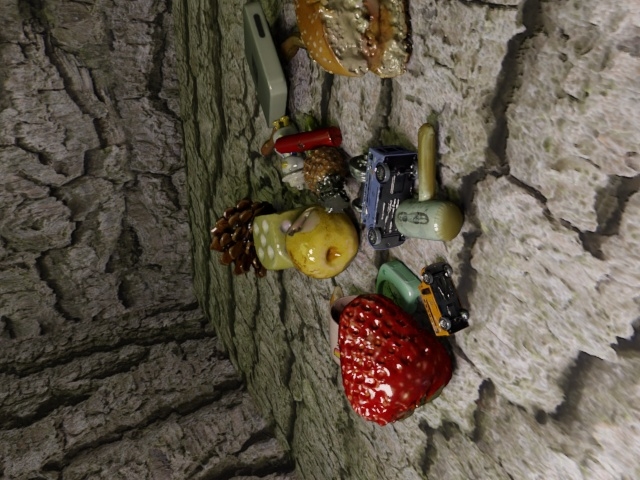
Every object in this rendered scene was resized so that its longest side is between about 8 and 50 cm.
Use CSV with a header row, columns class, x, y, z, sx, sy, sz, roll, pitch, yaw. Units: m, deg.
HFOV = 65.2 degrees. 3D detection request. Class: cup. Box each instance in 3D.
class,x,y,z,sx,sy,sz,roll,pitch,yaw
cup,0.150,0.332,1.716,0.252,0.191,0.201,15,124,22

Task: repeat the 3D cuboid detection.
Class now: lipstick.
class,x,y,z,sx,sy,sz,roll,pitch,yaw
lipstick,-0.047,-0.353,1.778,0.279,0.073,0.073,1,104,43

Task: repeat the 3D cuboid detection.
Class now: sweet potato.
class,x,y,z,sx,sy,sz,roll,pitch,yaw
sweet potato,-0.092,-0.702,1.799,0.233,0.062,0.081,8,128,57
sweet potato,-0.212,-0.431,2.160,0.214,0.050,0.050,-48,60,53

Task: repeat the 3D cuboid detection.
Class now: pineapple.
class,x,y,z,sx,sy,sz,roll,pitch,yaw
pineapple,0.033,-0.184,1.653,0.279,0.157,0.158,-108,23,-44

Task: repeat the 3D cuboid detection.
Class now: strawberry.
class,x,y,z,sx,sy,sz,roll,pitch,yaw
strawberry,0.191,0.318,1.431,0.295,0.317,0.345,-85,-29,-85

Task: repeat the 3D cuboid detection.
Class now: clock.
class,x,y,z,sx,sy,sz,roll,pitch,yaw
clock,0.239,0.180,1.577,0.159,0.065,0.211,50,143,41

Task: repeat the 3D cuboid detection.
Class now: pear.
class,x,y,z,sx,sy,sz,roll,pitch,yaw
pear,0.000,0.000,1.741,0.271,0.271,0.271,35,132,51

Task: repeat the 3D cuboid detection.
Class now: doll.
class,x,y,z,sx,sy,sz,roll,pitch,yaw
doll,-0.118,-0.336,1.948,0.138,0.119,0.293,-20,84,39

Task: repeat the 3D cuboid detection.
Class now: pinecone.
class,x,y,z,sx,sy,sz,roll,pitch,yaw
pinecone,-0.276,0.014,2.197,0.384,0.384,0.385,35,132,51

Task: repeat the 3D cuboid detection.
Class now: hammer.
class,x,y,z,sx,sy,sz,roll,pitch,yaw
hammer,0.280,-0.153,1.320,0.202,0.113,0.306,10,106,57

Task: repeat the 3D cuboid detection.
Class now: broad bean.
class,x,y,z,sx,sy,sz,roll,pitch,yaw
broad bean,-0.030,-0.369,1.842,0.070,0.048,0.214,11,113,60

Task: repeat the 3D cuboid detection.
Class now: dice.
class,x,y,z,sx,sy,sz,roll,pitch,yaw
dice,-0.115,-0.012,1.959,0.233,0.238,0.227,-7,95,63

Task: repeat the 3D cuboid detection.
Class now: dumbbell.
class,x,y,z,sx,sy,sz,roll,pitch,yaw
dumbbell,0.140,-0.160,1.578,0.110,0.110,0.255,46,146,44

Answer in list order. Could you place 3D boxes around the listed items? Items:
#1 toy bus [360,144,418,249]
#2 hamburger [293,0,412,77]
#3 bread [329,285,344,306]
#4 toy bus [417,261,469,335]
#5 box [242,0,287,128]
class,x,y,z,sx,sy,sz,roll,pitch,yaw
toy bus,0.193,-0.124,1.460,0.133,0.125,0.292,-134,42,-53
hamburger,0.055,-0.638,1.349,0.287,0.268,0.446,9,111,65
bread,0.066,0.232,1.938,0.062,0.049,0.103,55,148,34
toy bus,0.329,0.161,1.380,0.088,0.083,0.195,-34,73,62
box,-0.210,-0.660,1.923,0.373,0.090,0.368,123,131,-79
